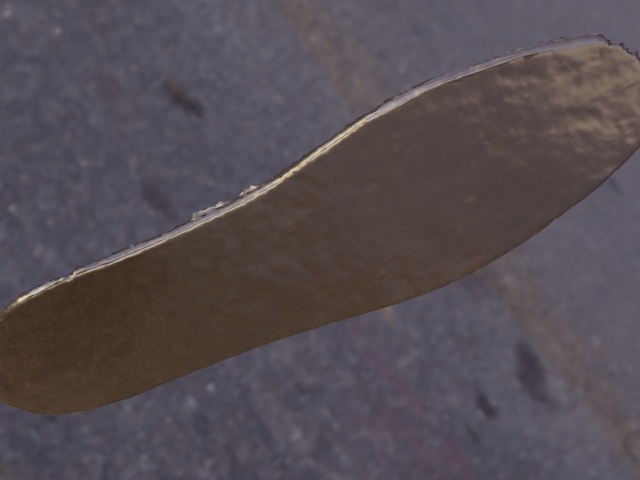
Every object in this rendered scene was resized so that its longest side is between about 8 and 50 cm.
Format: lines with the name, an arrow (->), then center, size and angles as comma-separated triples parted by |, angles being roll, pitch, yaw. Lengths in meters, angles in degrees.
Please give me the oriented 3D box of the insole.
insole -> 0.000, 0.000, 0.852 | 0.007, 0.327, 0.111 | -111, 176, -51
